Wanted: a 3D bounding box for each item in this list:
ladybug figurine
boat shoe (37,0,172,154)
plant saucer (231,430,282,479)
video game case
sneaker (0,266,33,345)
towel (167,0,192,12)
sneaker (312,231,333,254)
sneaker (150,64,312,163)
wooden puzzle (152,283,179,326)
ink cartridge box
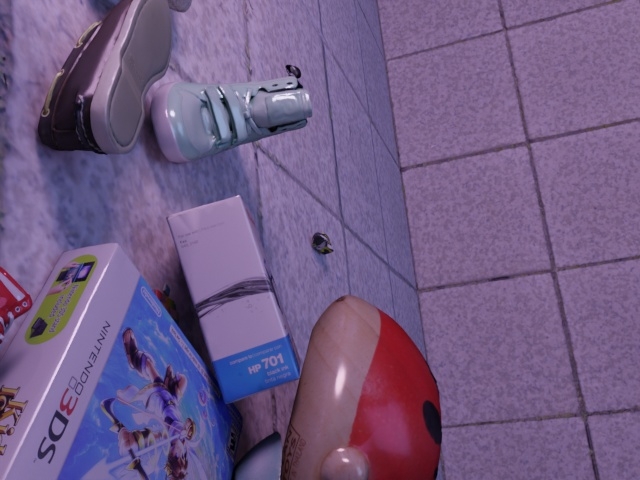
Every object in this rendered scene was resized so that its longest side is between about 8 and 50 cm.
[{"bbox_3d":[0.044,0.226,0.757,0.449,0.161,0.305,2,101,-89],"label":"ladybug figurine"},{"bbox_3d":[-0.192,-0.166,0.573,0.081,0.068,0.228,80,11,-47],"label":"boat shoe"},{"bbox_3d":[-0.081,0.286,0.617,0.195,0.037,0.195,-165,-90,-82],"label":"plant saucer"},{"bbox_3d":[-0.156,0.182,0.495,0.244,0.061,0.270,-81,155,-46],"label":"video game case"},{"bbox_3d":[-0.216,0.069,0.393,0.067,0.042,0.119,7,71,-70],"label":"sneaker"},{"bbox_3d":[-0.220,-0.408,0.671,0.187,0.049,0.282,-22,102,-72],"label":"towel"},{"bbox_3d":[0.000,0.000,1.200,0.083,0.031,0.035,55,15,-63],"label":"sneaker"},{"bbox_3d":[-0.095,-0.162,0.755,0.256,0.151,0.094,-52,131,-67],"label":"sneaker"},{"bbox_3d":[-0.157,0.081,0.631,0.049,0.006,0.083,59,19,-62],"label":"wooden puzzle"},{"bbox_3d":[-0.087,0.060,0.660,0.139,0.082,0.191,113,-40,-86],"label":"ink cartridge box"}]
